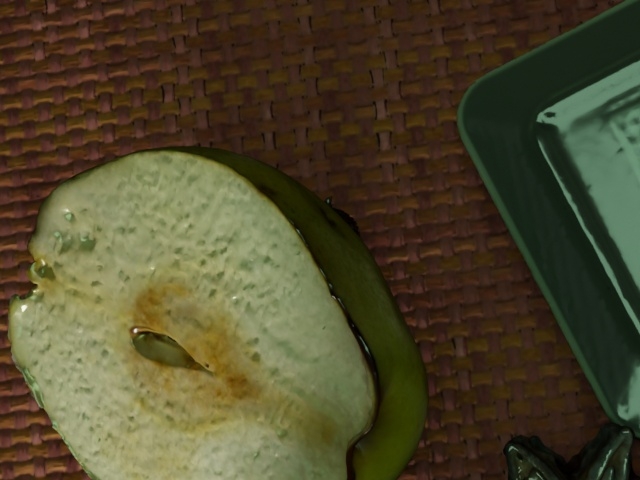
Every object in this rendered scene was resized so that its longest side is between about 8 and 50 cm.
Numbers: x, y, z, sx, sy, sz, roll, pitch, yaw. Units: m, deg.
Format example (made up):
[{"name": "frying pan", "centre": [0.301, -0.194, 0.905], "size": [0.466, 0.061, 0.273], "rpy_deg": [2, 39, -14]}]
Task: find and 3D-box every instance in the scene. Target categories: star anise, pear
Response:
[{"name": "star anise", "centre": [0.218, 0.258, 1.515], "size": [0.236, 0.109, 0.223], "rpy_deg": [-6, 106, 4]}, {"name": "pear", "centre": [-0.065, 0.078, 1.528], "size": [0.386, 0.191, 0.340], "rpy_deg": [29, 116, 25]}]

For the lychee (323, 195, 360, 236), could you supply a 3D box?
[{"name": "lychee", "centre": [0.000, 0.000, 1.622], "size": [0.067, 0.068, 0.083], "rpy_deg": [25, 95, 27]}]

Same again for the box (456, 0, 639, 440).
[{"name": "box", "centre": [0.354, -0.052, 1.562], "size": [0.373, 0.090, 0.367], "rpy_deg": [-28, 78, 4]}]
